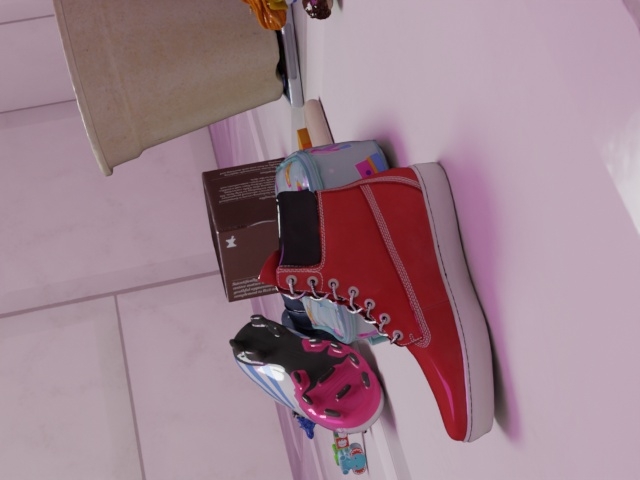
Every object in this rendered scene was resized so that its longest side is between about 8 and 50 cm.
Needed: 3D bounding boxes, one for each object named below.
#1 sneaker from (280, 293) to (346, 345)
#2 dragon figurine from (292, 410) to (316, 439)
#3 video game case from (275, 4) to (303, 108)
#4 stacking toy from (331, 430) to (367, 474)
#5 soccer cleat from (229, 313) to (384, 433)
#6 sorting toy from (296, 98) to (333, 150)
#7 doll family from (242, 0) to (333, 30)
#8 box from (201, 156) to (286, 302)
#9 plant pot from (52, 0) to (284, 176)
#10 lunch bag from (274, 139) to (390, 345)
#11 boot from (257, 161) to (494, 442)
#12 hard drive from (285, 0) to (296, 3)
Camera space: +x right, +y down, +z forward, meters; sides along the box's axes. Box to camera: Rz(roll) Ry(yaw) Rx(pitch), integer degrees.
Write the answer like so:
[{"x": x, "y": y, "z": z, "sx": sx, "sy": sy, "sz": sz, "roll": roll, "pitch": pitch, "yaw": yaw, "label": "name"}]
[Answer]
[{"x": -0.025, "y": 0.104, "z": 1.616, "sx": 0.226, "sy": 0.086, "sz": 0.163, "roll": 38, "pitch": 150, "yaw": 63, "label": "sneaker"}, {"x": -0.042, "y": 0.269, "z": 2.001, "sx": 0.144, "sy": 0.085, "sz": 0.289, "roll": 99, "pitch": 154, "yaw": -62, "label": "dragon figurine"}, {"x": -0.066, "y": -0.328, "z": 1.587, "sx": 0.201, "sy": 0.023, "sz": 0.183, "roll": -119, "pitch": 19, "yaw": -61, "label": "video game case"}, {"x": 0.048, "y": 0.327, "z": 1.624, "sx": 0.167, "sy": 0.052, "sz": 0.221, "roll": -116, "pitch": 15, "yaw": -67, "label": "stacking toy"}, {"x": -0.003, "y": 0.210, "z": 1.465, "sx": 0.331, "sy": 0.116, "sz": 0.143, "roll": 25, "pitch": 156, "yaw": 50, "label": "soccer cleat"}, {"x": 0.000, "y": -0.068, "z": 1.429, "sx": 0.208, "sy": 0.038, "sz": 0.193, "roll": 92, "pitch": 165, "yaw": -56, "label": "sorting toy"}, {"x": -0.061, "y": -0.344, "z": 1.180, "sx": 0.263, "sy": 0.118, "sz": 0.163, "roll": -109, "pitch": 14, "yaw": -54, "label": "doll family"}, {"x": -0.117, "y": -0.023, "z": 1.828, "sx": 0.203, "sy": 0.168, "sz": 0.167, "roll": -111, "pitch": 13, "yaw": -52, "label": "box"}, {"x": -0.229, "y": -0.295, "z": 1.550, "sx": 0.334, "sy": 0.305, "sz": 0.334, "roll": 166, "pitch": 90, "yaw": -83, "label": "plant pot"}, {"x": 0.023, "y": 0.004, "z": 1.129, "sx": 0.279, "sy": 0.107, "sz": 0.224, "roll": -171, "pitch": 70, "yaw": -81, "label": "lunch bag"}, {"x": 0.043, "y": 0.065, "z": 0.844, "sx": 0.088, "sy": 0.176, "sz": 0.244, "roll": 117, "pitch": 140, "yaw": -74, "label": "boot"}, {"x": -0.092, "y": -0.507, "z": 1.449, "sx": 0.319, "sy": 0.040, "sz": 0.210, "roll": -112, "pitch": 13, "yaw": -51, "label": "hard drive"}]
